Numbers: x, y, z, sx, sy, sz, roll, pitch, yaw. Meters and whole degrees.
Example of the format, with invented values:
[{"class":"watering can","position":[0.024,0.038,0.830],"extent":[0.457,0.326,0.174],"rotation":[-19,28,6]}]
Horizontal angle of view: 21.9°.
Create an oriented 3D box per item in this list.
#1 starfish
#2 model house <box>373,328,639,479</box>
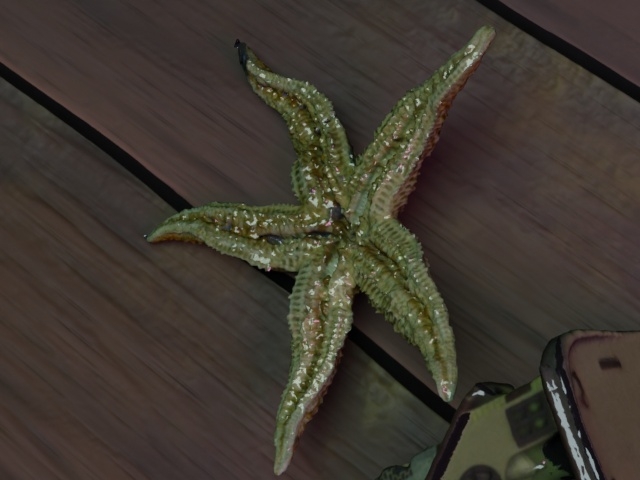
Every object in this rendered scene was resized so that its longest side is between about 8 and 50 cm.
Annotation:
[{"class":"starfish","position":[0.001,0.003,1.277],"extent":[0.347,0.078,0.357],"rotation":[9,81,39]},{"class":"model house","position":[0.150,0.214,1.162],"extent":[0.279,0.205,0.218],"rotation":[-34,64,37]}]
